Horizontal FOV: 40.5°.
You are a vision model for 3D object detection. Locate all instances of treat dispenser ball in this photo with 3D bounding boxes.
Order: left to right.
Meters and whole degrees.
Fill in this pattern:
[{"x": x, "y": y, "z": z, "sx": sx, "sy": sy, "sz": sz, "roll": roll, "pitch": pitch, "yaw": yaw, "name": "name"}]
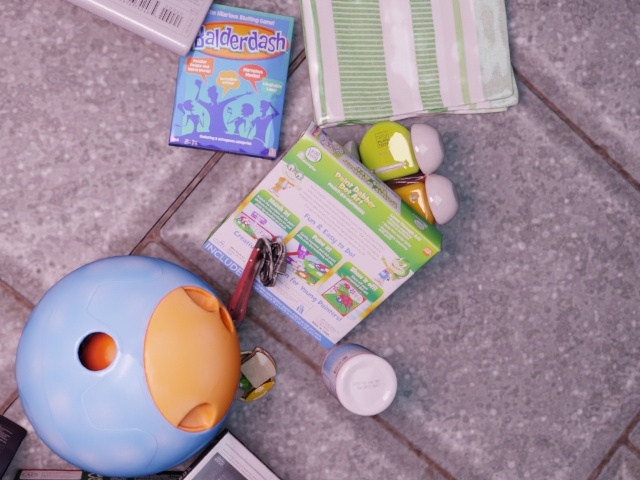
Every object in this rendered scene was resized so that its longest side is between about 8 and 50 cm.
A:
[{"x": -0.247, "y": 0.163, "z": 1.139, "sx": 0.288, "sy": 0.288, "sz": 0.288, "roll": 0, "pitch": 92, "yaw": -11, "name": "treat dispenser ball"}]

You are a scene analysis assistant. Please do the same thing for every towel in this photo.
[{"x": 0.135, "y": -0.305, "z": 1.327, "sx": 0.325, "sy": 0.038, "sz": 0.247, "roll": -8, "pitch": 92, "yaw": -10, "name": "towel"}]

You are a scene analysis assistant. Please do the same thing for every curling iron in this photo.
[{"x": -0.120, "y": 0.111, "z": 1.243, "sx": 0.035, "sy": 0.068, "sz": 0.274, "roll": 14, "pitch": 115, "yaw": -35, "name": "curling iron"}]

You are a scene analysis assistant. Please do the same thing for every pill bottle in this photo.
[{"x": 0.050, "y": 0.196, "z": 1.261, "sx": 0.087, "sy": 0.160, "sz": 0.087, "roll": 0, "pitch": 92, "yaw": -11, "name": "pill bottle"}]

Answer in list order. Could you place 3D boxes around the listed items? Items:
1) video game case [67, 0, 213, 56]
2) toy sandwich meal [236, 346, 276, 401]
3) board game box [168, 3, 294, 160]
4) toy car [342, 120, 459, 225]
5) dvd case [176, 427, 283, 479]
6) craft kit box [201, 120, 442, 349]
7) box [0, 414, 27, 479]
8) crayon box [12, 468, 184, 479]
[{"x": -0.278, "y": -0.455, "z": 1.213, "sx": 0.329, "sy": 0.036, "sz": 0.300, "roll": 24, "pitch": 74, "yaw": -10, "name": "video game case"}, {"x": -0.104, "y": 0.203, "z": 1.298, "sx": 0.086, "sy": 0.029, "sz": 0.085, "roll": 0, "pitch": 92, "yaw": -11, "name": "toy sandwich meal"}, {"x": -0.131, "y": -0.233, "z": 1.272, "sx": 0.160, "sy": 0.047, "sz": 0.210, "roll": 7, "pitch": 89, "yaw": -11, "name": "board game box"}, {"x": 0.120, "y": -0.090, "z": 1.284, "sx": 0.159, "sy": 0.136, "sz": 0.182, "roll": -14, "pitch": 98, "yaw": 21, "name": "toy car"}, {"x": -0.148, "y": 0.405, "z": 1.189, "sx": 0.179, "sy": 0.029, "sz": 0.238, "roll": 45, "pitch": 82, "yaw": -10, "name": "dvd case"}, {"x": 0.000, "y": 0.000, "z": 1.238, "sx": 0.250, "sy": 0.061, "sz": 0.246, "roll": 41, "pitch": 121, "yaw": -10, "name": "craft kit box"}, {"x": -0.548, "y": 0.378, "z": 1.076, "sx": 0.179, "sy": 0.312, "sz": 0.343, "roll": 32, "pitch": 86, "yaw": -11, "name": "box"}, {"x": -0.261, "y": 0.496, "z": 1.239, "sx": 0.363, "sy": 0.106, "sz": 0.313, "roll": 4, "pitch": 92, "yaw": -12, "name": "crayon box"}]
